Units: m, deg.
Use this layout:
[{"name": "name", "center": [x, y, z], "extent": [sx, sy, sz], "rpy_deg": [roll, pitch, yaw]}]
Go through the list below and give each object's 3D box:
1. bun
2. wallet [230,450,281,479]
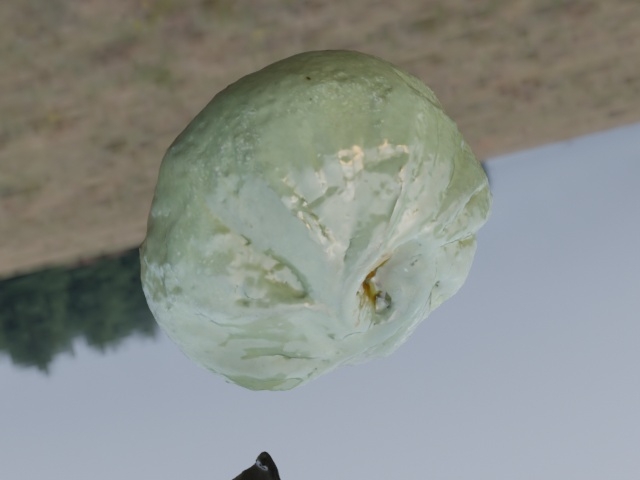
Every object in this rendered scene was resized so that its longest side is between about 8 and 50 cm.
[{"name": "bun", "center": [0.000, 0.000, 1.009], "extent": [0.195, 0.195, 0.118], "rpy_deg": [-14, -136, -25]}, {"name": "wallet", "center": [-0.071, 0.324, 1.159], "extent": [0.041, 0.323, 0.247], "rpy_deg": [12, 142, -40]}]
